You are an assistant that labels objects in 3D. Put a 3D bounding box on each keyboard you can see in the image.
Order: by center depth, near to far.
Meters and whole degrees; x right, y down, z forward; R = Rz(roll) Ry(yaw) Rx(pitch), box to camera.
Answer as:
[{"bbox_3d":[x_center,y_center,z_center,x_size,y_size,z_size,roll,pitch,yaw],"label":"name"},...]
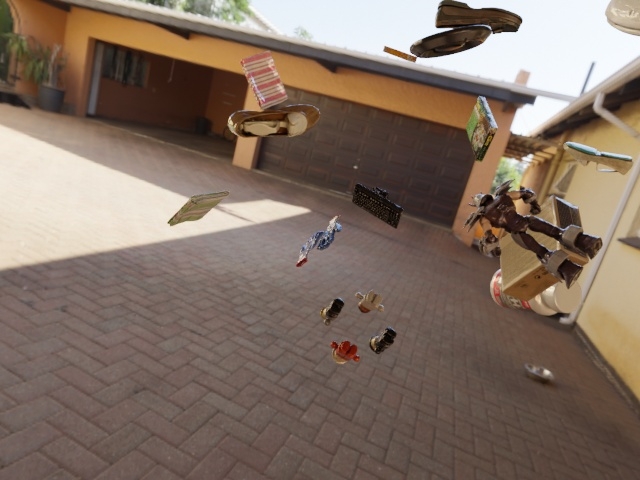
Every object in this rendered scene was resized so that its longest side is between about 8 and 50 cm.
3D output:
[{"bbox_3d":[0.179,-0.118,1.379,0.180,0.108,0.023,33,44,24],"label":"keyboard"}]

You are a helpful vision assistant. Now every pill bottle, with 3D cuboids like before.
[{"bbox_3d":[0.836,0.196,1.707,0.176,0.176,0.318,12,-4,-17],"label":"pill bottle"}]

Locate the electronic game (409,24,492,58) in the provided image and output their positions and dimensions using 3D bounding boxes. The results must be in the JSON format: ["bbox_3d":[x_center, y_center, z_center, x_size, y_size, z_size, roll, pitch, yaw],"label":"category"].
[{"bbox_3d":[0.372,-0.572,1.256,0.229,0.048,0.229,-10,11,2],"label":"electronic game"}]

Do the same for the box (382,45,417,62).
[{"bbox_3d":[0.315,-0.753,1.762,0.136,0.028,0.081,33,28,29],"label":"box"}]

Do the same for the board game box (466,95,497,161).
[{"bbox_3d":[0.587,-0.413,1.603,0.030,0.136,0.260,10,42,0],"label":"board game box"}]

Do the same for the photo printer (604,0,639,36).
[{"bbox_3d":[1.019,-0.715,1.250,0.107,0.307,0.256,41,14,-35],"label":"photo printer"}]

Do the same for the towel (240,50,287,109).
[{"bbox_3d":[-0.214,-0.620,1.692,0.144,0.197,0.029,-36,22,-34],"label":"towel"}]

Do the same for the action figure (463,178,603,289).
[{"bbox_3d":[0.443,-0.024,0.957,0.285,0.185,0.099,41,2,33],"label":"action figure"}]

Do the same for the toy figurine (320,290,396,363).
[{"bbox_3d":[0.118,0.277,1.404,0.213,0.210,0.148,-14,-20,-16],"label":"toy figurine"}]

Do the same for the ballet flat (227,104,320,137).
[{"bbox_3d":[-0.155,-0.415,1.558,0.342,0.116,0.124,-6,34,-15],"label":"ballet flat"}]

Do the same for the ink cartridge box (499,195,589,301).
[{"bbox_3d":[0.596,0.027,1.191,0.088,0.235,0.193,21,54,-6],"label":"ink cartridge box"}]

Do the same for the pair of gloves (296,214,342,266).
[{"bbox_3d":[0.000,0.000,1.343,0.023,0.198,0.159,43,38,-16],"label":"pair of gloves"}]

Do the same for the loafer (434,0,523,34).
[{"bbox_3d":[0.496,-0.688,1.390,0.267,0.084,0.096,17,0,9],"label":"loafer"}]

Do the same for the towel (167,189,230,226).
[{"bbox_3d":[-0.309,-0.079,1.112,0.152,0.023,0.113,-32,-9,41],"label":"towel"}]

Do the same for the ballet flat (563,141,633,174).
[{"bbox_3d":[0.717,-0.211,1.142,0.168,0.052,0.057,23,36,24],"label":"ballet flat"}]
